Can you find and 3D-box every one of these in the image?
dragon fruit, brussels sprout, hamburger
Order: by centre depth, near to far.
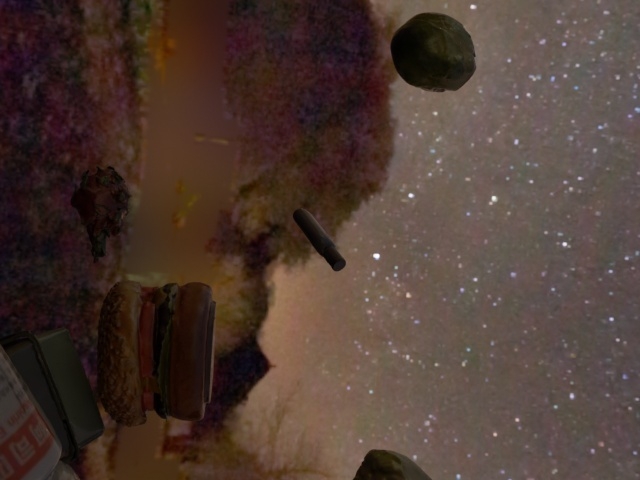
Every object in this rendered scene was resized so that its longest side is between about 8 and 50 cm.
[{"bbox_3d":[0.196,-0.327,1.136,0.117,0.155,0.155,140,-43,-57],"label":"brussels sprout"},{"bbox_3d":[0.157,0.625,1.409,0.344,0.268,0.344,53,3,-4],"label":"brussels sprout"},{"bbox_3d":[-0.362,0.243,1.435,0.330,0.249,0.330,-176,-90,-84],"label":"hamburger"},{"bbox_3d":[-0.531,-0.064,1.570,0.137,0.135,0.236,-149,-120,-82],"label":"dragon fruit"}]

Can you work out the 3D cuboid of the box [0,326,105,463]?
[{"bbox_3d":[-0.603,0.334,1.360,0.166,0.220,0.291,-23,92,-57],"label":"box"}]

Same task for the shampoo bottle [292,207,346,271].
[{"bbox_3d":[0.000,0.000,1.340,0.165,0.040,0.080,52,4,41],"label":"shampoo bottle"}]

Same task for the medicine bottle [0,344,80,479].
[{"bbox_3d":[-0.442,0.259,0.786,0.372,0.211,0.211,64,-2,-14],"label":"medicine bottle"}]
